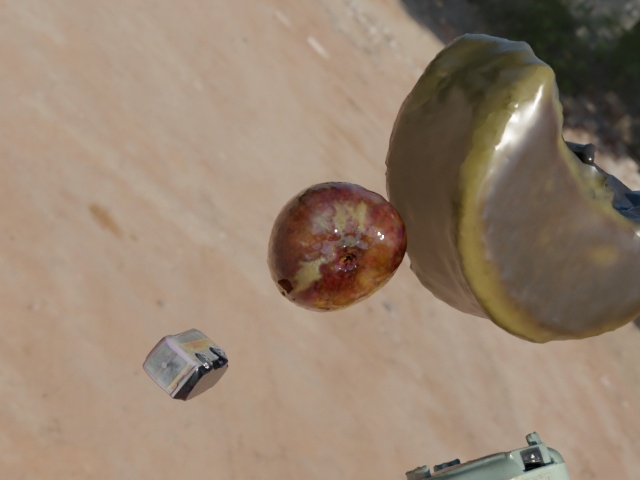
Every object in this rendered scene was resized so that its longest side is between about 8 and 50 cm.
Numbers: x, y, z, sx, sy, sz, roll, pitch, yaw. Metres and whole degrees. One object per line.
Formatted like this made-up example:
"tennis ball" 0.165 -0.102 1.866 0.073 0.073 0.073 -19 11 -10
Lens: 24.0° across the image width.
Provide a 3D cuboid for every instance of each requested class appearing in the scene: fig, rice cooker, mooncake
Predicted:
"fig" 0.009 0.013 1.744 0.143 0.160 0.231 60 -12 5
"rice cooker" 0.230 0.415 1.931 0.264 0.316 0.316 -5 49 -46
"mooncake" 0.282 -0.077 1.957 0.246 0.393 0.394 20 -59 55

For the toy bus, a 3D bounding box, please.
"toy bus" -0.157 0.144 1.767 0.072 0.057 0.172 40 6 6
